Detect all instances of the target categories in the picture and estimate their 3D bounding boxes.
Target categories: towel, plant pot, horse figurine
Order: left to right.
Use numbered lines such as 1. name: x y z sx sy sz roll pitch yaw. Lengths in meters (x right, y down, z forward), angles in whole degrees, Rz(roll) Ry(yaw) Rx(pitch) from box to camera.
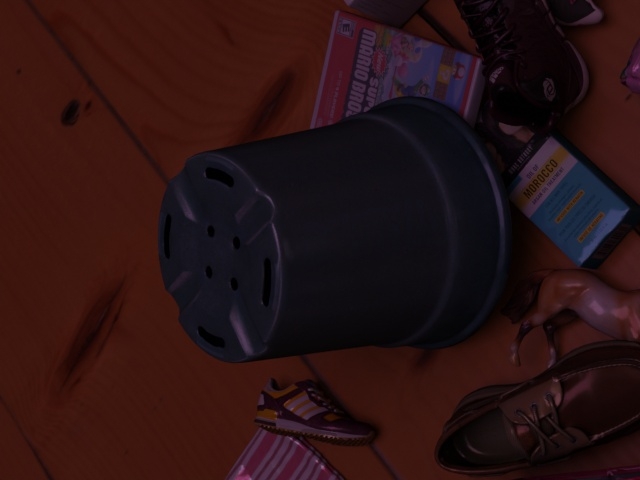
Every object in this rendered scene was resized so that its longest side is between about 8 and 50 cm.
1. towel: -0.047 0.359 1.793 0.197 0.029 0.144 42 108 29
2. plant pot: 0.000 0.000 1.555 0.341 0.334 0.341 14 109 49
3. horse figurine: 0.338 0.103 1.537 0.263 0.066 0.174 25 107 30

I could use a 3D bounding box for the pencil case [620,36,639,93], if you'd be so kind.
1. pencil case: 0.450 -0.297 1.461 0.124 0.124 0.284 25 102 33

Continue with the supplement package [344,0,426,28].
1. supplement package: 0.123 -0.431 1.683 0.244 0.139 0.134 -44 63 23

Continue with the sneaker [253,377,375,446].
1. sneaker: -0.006 0.238 1.753 0.185 0.069 0.084 6 73 24

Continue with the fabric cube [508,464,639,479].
1. fabric cube: 0.309 0.398 1.416 0.259 0.254 0.258 -14 78 32

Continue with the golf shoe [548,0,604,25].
1. golf shoe: 0.335 -0.406 1.578 0.120 0.105 0.273 18 102 18

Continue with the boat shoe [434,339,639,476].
1. boat shoe: 0.271 0.221 1.499 0.324 0.120 0.122 -31 89 42

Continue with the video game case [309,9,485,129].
1. video game case: 0.098 -0.184 1.696 0.285 0.025 0.204 28 112 43

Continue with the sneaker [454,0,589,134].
1. sneaker: 0.222 -0.249 1.514 0.106 0.162 0.281 -29 108 42

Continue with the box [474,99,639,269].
1. box: 0.290 -0.081 1.587 0.244 0.060 0.100 48 111 27
